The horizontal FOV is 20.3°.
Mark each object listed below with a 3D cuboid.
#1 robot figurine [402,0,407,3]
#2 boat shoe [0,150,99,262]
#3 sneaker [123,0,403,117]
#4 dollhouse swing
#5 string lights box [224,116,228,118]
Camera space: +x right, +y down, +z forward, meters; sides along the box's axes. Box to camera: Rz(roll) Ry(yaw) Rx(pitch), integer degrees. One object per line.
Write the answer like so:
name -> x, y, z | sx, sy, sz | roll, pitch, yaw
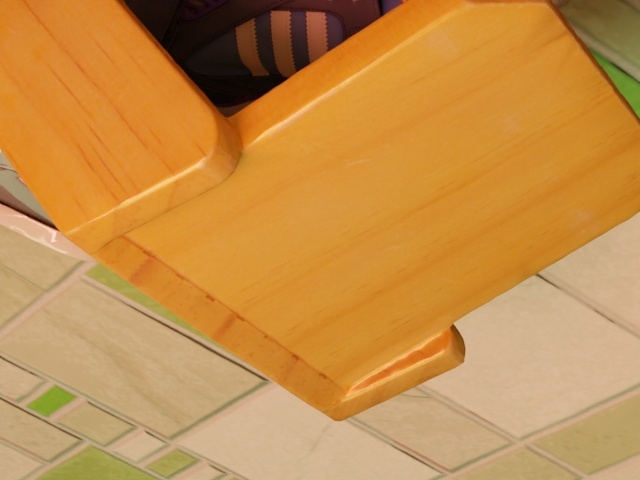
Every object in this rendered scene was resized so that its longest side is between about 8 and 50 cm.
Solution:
robot figurine -> 0.076, -0.284, 1.055 | 0.211, 0.085, 0.291 | -16, 125, 11
boat shoe -> -0.307, -0.095, 1.537 | 0.319, 0.116, 0.099 | 29, 100, -8
sneaker -> -0.049, -0.200, 1.233 | 0.323, 0.130, 0.236 | -15, 140, 44
dollhouse swing -> -0.005, -0.087, 1.207 | 0.305, 0.315, 0.347 | -45, 142, 5
string lights box -> -0.039, -0.055, 1.480 | 0.260, 0.076, 0.133 | 4, 145, 16
